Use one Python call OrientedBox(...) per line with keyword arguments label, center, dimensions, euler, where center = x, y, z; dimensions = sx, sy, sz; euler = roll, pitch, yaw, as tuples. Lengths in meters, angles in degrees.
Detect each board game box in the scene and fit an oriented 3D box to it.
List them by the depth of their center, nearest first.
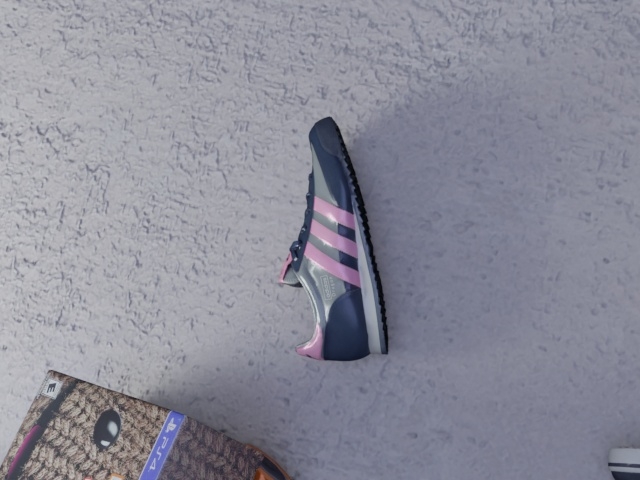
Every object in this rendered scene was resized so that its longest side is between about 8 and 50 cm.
OrientedBox(label="board game box", center=(-0.250, 0.309, 1.176), dimensions=(0.291, 0.141, 0.232), euler=(6, 67, 44))

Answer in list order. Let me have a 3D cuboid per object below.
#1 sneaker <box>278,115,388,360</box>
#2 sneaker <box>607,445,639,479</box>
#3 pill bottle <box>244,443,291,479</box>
OrientedBox(label="sneaker", center=(0.000, 0.000, 1.266), dimensions=(0.131, 0.112, 0.319), euler=(-12, 80, 7))
OrientedBox(label="sneaker", center=(0.487, 0.318, 1.116), dimensions=(0.321, 0.126, 0.128), euler=(9, 79, 11))
OrientedBox(label="pill bottle", center=(-0.142, 0.376, 1.240), dimensions=(0.130, 0.130, 0.246), euler=(42, 92, 14))
